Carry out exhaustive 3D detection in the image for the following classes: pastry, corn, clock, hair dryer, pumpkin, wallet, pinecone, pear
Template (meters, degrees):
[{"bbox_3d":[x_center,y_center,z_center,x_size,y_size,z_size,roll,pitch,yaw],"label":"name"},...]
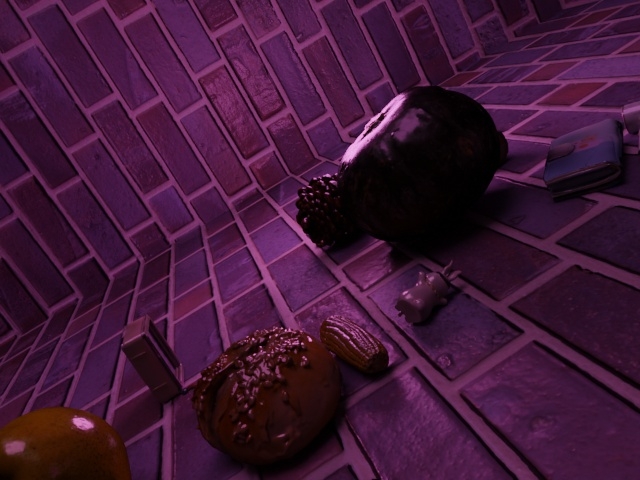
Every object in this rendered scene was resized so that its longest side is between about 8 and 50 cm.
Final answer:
[{"bbox_3d":[-0.110,0.270,1.137,0.284,0.184,0.315,-36,18,-21],"label":"pastry"},{"bbox_3d":[0.064,0.210,1.207,0.080,0.080,0.231,-34,20,-13],"label":"corn"},{"bbox_3d":[-0.426,0.301,1.534,0.071,0.192,0.147,-30,17,-5],"label":"clock"},{"bbox_3d":[0.773,-0.265,1.400,0.131,0.073,0.236,-13,27,39],"label":"hair dryer"},{"bbox_3d":[0.253,-0.192,1.565,0.454,0.344,0.454,-43,9,8],"label":"pumpkin"},{"bbox_3d":[0.625,-0.196,1.423,0.176,0.075,0.250,-19,22,36],"label":"wallet"},{"bbox_3d":[0.048,-0.104,1.860,0.272,0.224,0.224,-25,14,-28],"label":"pinecone"},{"bbox_3d":[-0.493,0.447,1.117,0.294,0.294,0.294,-27,18,9],"label":"pear"}]

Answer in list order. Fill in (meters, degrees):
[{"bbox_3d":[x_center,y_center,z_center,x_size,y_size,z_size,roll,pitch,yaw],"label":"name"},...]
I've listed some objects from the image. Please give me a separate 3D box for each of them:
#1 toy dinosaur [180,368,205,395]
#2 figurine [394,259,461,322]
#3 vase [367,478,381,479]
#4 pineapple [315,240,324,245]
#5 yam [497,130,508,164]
[{"bbox_3d":[-0.257,0.332,1.406,0.154,0.055,0.049,-18,22,10],"label":"toy dinosaur"},{"bbox_3d":[0.217,0.100,1.252,0.146,0.081,0.098,-42,21,-32],"label":"figurine"},{"bbox_3d":[0.099,0.367,0.756,0.059,0.059,0.167,-35,19,-14],"label":"vase"},{"bbox_3d":[0.000,0.000,1.964,0.045,0.019,0.083,-26,21,1],"label":"pineapple"},{"bbox_3d":[0.439,-0.271,1.849,0.131,0.131,0.279,-36,20,-20],"label":"yam"}]
